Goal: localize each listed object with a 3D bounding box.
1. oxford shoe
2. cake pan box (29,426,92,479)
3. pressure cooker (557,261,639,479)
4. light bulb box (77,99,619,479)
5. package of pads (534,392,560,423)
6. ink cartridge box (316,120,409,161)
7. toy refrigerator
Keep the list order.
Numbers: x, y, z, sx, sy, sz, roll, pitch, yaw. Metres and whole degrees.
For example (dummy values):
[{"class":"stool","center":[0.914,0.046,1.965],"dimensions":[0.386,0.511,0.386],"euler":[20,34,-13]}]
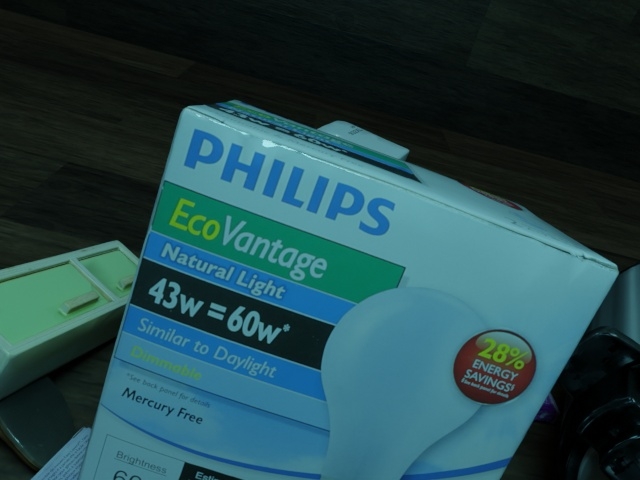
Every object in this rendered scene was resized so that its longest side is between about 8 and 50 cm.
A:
[{"class":"oxford shoe","center":[-0.352,0.180,0.550],"dimensions":[0.212,0.076,0.076],"euler":[43,13,14]},{"class":"cake pan box","center":[-0.187,0.313,0.412],"dimensions":[0.245,0.070,0.267],"euler":[25,32,9]},{"class":"pressure cooker","center":[0.480,0.238,0.568],"dimensions":[0.369,0.376,0.420],"euler":[1,21,32]},{"class":"light bulb box","center":[0.007,0.092,0.504],"dimensions":[0.357,0.361,0.225],"euler":[19,16,-5]},{"class":"package of pads","center":[0.342,0.248,0.795],"dimensions":[0.050,0.032,0.083],"euler":[11,32,-4]},{"class":"ink cartridge box","center":[0.000,0.000,0.759],"dimensions":[0.128,0.308,0.223],"euler":[27,33,17]},{"class":"toy refrigerator","center":[-0.312,0.080,0.598],"dimensions":[0.102,0.094,0.269],"euler":[41,16,5]}]
